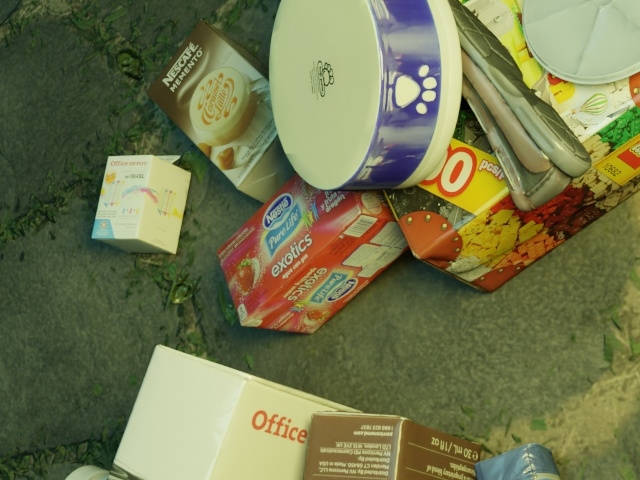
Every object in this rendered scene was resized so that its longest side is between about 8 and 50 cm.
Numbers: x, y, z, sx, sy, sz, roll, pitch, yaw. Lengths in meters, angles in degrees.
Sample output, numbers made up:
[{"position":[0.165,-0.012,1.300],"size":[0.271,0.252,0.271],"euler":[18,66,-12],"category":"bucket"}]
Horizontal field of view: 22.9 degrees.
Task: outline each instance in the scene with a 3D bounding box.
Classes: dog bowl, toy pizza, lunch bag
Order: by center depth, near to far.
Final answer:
[{"position":[0.316,-0.262,1.728],"size":[0.201,0.032,0.201],"euler":[-11,68,30],"category":"toy pizza"},{"position":[0.045,-0.187,1.784],"size":[0.265,0.104,0.264],"euler":[16,108,60],"category":"dog bowl"},{"position":[0.227,0.283,1.830],"size":[0.098,0.067,0.065],"euler":[-26,61,26],"category":"lunch bag"}]

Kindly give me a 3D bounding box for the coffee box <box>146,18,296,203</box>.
[{"position":[-0.116,-0.179,2.210],"size":[0.141,0.098,0.246],"euler":[-52,53,9],"category":"coffee box"}]

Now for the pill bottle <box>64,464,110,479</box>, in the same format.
[{"position":[-0.244,0.378,2.098],"size":[0.221,0.121,0.121],"euler":[14,83,38],"category":"pill bottle"}]

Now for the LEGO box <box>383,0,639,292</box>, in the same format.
[{"position":[0.213,-0.249,1.940],"size":[0.372,0.193,0.500],"euler":[-37,57,21],"category":"LEGO box"}]

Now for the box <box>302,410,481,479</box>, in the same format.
[{"position":[0.067,0.401,1.826],"size":[0.143,0.191,0.381],"euler":[0,75,35],"category":"box"}]

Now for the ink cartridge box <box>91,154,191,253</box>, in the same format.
[{"position":[-0.256,-0.060,2.275],"size":[0.092,0.090,0.143],"euler":[0,75,36],"category":"ink cartridge box"}]

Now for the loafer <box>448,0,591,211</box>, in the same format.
[{"position":[0.179,-0.160,1.748],"size":[0.095,0.109,0.302],"euler":[-47,56,20],"category":"loafer"}]

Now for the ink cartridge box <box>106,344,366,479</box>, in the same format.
[{"position":[-0.125,0.355,1.918],"size":[0.166,0.285,0.394],"euler":[16,84,38],"category":"ink cartridge box"}]

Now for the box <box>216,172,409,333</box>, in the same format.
[{"position":[0.000,0.000,2.014],"size":[0.257,0.128,0.122],"euler":[-44,52,34],"category":"box"}]
